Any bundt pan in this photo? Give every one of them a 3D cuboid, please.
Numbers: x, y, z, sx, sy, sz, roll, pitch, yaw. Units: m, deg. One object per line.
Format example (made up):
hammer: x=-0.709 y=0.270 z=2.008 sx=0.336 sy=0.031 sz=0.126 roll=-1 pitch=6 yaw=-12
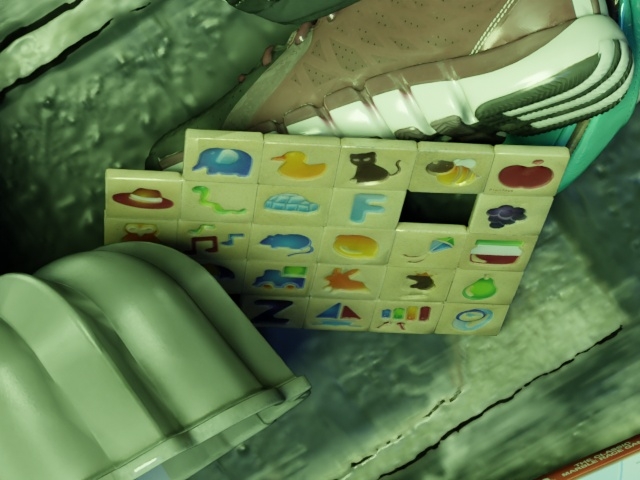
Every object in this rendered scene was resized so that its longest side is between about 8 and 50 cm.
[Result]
bundt pan: x=-0.174 y=0.110 z=0.926 sx=0.331 sy=0.331 sz=0.124 roll=-32 pitch=84 yaw=7

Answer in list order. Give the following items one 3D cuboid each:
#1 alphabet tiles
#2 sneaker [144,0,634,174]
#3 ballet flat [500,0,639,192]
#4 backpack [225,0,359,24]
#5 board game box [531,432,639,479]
alphabet tiles: x=0.000 y=0.000 z=0.988 sx=0.237 sy=0.009 sz=0.198 roll=3 pitch=149 yaw=-5
sneaker: x=0.024 y=-0.118 z=0.976 sx=0.281 sy=0.106 sz=0.162 roll=-15 pitch=77 yaw=22
ballet flat: x=0.164 y=-0.136 z=0.983 sx=0.087 sy=0.083 sz=0.247 roll=-3 pitch=114 yaw=-27
backpack: x=0.001 y=-0.195 z=0.884 sx=0.152 sy=0.115 sz=0.182 roll=33 pitch=118 yaw=-33
board game box: x=0.199 y=0.194 z=1.097 sx=0.281 sy=0.027 sz=0.145 roll=-22 pitch=101 yaw=-9
